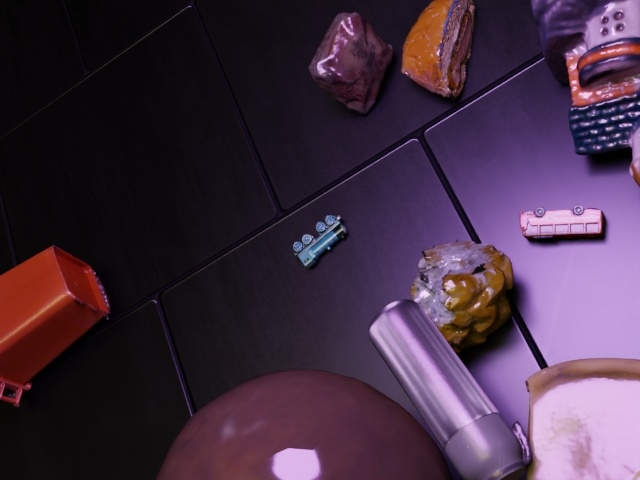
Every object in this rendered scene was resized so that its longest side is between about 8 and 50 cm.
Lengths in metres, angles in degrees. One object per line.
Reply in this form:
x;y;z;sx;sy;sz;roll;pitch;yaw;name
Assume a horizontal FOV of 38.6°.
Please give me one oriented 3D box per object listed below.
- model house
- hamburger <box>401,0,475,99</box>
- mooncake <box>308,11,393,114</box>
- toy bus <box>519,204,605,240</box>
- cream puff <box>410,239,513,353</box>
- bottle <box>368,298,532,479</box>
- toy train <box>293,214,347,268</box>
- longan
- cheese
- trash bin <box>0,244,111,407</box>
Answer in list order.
0.413;-0.200;1.148;0.271;0.190;0.301;-7;69;23;model house
0.165;-0.294;1.369;0.102;0.087;0.176;4;76;26;hamburger
0.050;-0.271;1.392;0.073;0.130;0.125;11;78;43;mooncake
0.322;-0.022;1.220;0.110;0.031;0.043;-2;77;26;toy bus
0.187;0.077;1.208;0.121;0.156;0.156;2;66;-18;cream puff
0.155;0.181;1.094;0.096;0.079;0.254;-23;56;-16;bottle
0.000;0.000;1.376;0.092;0.029;0.045;-39;66;7;toy train
-0.026;0.346;1.086;0.404;0.336;0.405;5;108;16;longan
0.382;0.255;1.029;0.315;0.128;0.260;-3;68;24;cheese
-0.476;0.138;1.491;0.238;0.161;0.184;-33;60;8;trash bin
